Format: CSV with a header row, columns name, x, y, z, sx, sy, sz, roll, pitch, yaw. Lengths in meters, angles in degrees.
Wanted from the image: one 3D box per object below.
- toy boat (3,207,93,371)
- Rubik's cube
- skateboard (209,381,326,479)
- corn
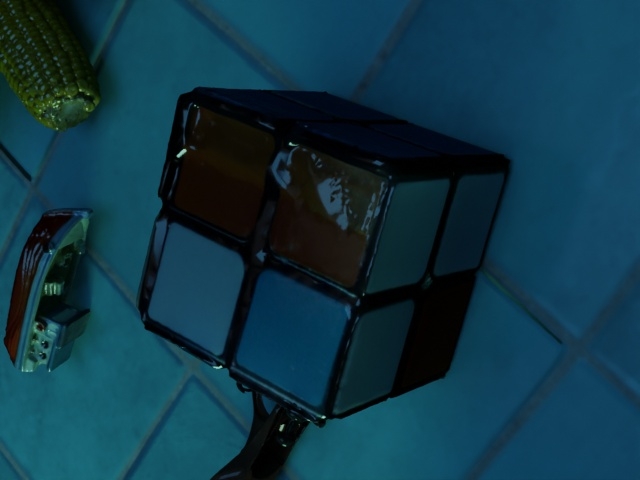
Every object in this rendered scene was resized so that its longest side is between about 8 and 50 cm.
name,x,y,z,sx,sy,sz,roll,pitch,yaw
toy boat,-0.242,0.046,0.982,0.058,0.069,0.173,21,108,10
Rubik's cube,0.000,0.000,0.750,0.183,0.167,0.180,22,107,32
skateboard,-0.047,0.155,0.868,0.080,0.067,0.151,41,110,36
corn,-0.275,-0.200,0.976,0.080,0.080,0.238,-42,72,30
